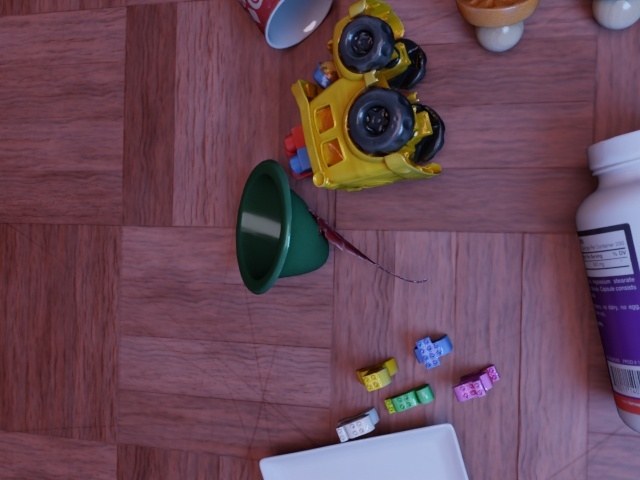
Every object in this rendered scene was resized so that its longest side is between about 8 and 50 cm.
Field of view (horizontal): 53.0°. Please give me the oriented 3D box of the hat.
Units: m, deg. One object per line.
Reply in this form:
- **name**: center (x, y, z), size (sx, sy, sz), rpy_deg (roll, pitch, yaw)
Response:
- **hat**: center (0.000, 0.000, 0.881), size (0.173, 0.183, 0.208), rpy_deg (-51, 42, 47)

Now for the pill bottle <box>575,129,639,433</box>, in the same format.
- **pill bottle**: center (0.391, 0.041, 0.702), size (0.181, 0.181, 0.323), rpy_deg (-12, 87, 14)

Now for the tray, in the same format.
- **tray**: center (0.063, 0.329, 0.857), size (0.270, 0.030, 0.145), rpy_deg (-15, 97, 14)

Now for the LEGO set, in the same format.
- **LEGO set**: center (0.105, 0.185, 0.822), size (0.227, 0.093, 0.087), rpy_deg (-25, 84, 14)

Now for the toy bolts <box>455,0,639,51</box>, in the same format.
- **toy bolts**: center (0.291, -0.340, 0.781), size (0.228, 0.158, 0.218), rpy_deg (6, 51, 24)

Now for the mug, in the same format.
- **mug**: center (-0.065, -0.366, 0.878), size (0.169, 0.150, 0.113), rpy_deg (51, 138, 14)

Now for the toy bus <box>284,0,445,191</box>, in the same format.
- **toy bus**: center (0.034, -0.167, 0.829), size (0.211, 0.149, 0.220), rpy_deg (-15, 84, 30)
